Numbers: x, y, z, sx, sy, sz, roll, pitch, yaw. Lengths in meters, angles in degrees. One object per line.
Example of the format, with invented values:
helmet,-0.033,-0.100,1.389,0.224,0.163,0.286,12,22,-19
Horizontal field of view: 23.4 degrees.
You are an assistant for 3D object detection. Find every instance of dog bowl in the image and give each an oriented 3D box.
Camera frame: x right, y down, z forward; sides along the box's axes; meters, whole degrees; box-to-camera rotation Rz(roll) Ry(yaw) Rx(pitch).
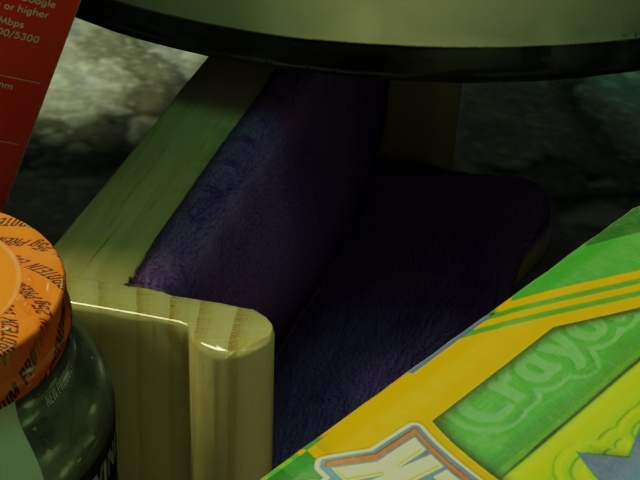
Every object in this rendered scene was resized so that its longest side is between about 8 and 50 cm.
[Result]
dog bowl,0.039,-0.218,0.743,0.407,0.150,0.408,3,28,-2

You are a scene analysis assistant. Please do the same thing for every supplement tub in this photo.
supplement tub,-0.120,0.091,0.479,0.117,0.190,0.117,2,33,-2

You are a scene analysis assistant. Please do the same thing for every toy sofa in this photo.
toy sofa,0.000,0.000,0.670,0.177,0.150,0.362,10,33,13

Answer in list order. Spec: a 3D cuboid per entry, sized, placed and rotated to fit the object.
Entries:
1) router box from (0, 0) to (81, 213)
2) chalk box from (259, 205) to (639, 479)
router box,-0.173,-0.156,0.640,0.082,0.301,0.335,10,35,-26
chalk box,0.076,0.145,0.423,0.180,0.179,0.289,26,39,31
